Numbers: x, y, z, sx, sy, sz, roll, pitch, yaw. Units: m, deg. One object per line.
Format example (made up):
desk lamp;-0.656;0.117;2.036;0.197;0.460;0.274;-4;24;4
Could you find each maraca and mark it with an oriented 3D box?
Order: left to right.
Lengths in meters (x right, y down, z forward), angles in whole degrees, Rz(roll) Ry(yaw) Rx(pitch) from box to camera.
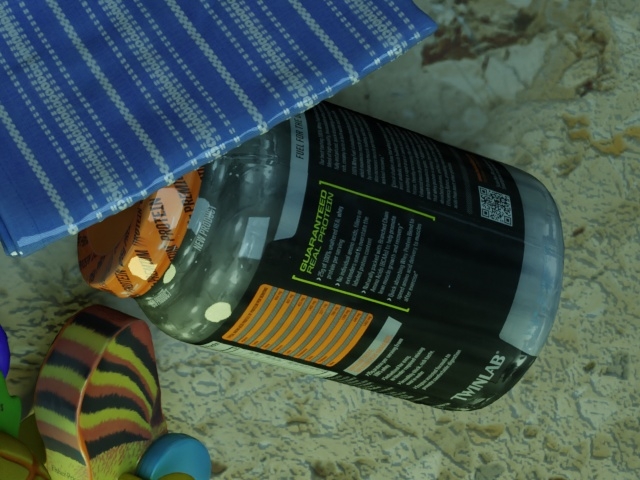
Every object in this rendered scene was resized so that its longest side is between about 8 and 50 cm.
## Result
maraca;-0.242;0.185;1.208;0.099;0.127;0.185;-5;85;15

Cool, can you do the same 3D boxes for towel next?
towel;-0.122;-0.148;1.174;0.336;0.243;0.040;-30;148;-10

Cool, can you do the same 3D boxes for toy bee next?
toy bee;-0.159;0.209;1.294;0.162;0.195;0.298;-42;110;-34

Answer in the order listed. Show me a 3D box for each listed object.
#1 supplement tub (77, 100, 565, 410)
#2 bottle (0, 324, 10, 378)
supplement tub;0.000;0.000;1.279;0.338;0.207;0.207;17;101;-25
bottle;-0.330;0.000;1.218;0.118;0.092;0.282;-29;116;-15
